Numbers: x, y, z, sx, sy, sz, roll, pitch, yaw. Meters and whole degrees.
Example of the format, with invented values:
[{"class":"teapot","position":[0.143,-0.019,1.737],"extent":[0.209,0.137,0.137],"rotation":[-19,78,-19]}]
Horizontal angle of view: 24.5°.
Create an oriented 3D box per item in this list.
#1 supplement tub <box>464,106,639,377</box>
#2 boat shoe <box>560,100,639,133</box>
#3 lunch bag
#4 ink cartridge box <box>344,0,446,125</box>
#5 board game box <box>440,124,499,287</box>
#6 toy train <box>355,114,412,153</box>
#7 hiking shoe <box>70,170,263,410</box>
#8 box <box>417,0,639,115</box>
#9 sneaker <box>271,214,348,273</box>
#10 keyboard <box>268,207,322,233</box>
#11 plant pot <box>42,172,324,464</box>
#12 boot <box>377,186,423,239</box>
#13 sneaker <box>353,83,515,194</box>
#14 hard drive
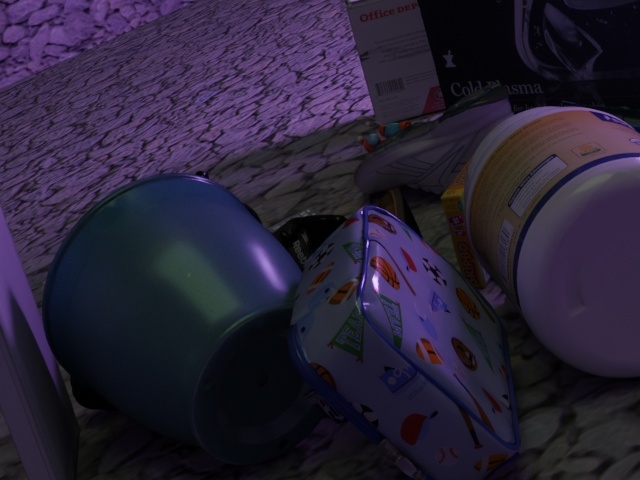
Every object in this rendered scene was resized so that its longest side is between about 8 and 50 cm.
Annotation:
[{"class":"supplement tub","position":[0.282,-0.013,1.559],"extent":[0.228,0.228,0.316],"rotation":[-17,21,-3]},{"class":"boat shoe","position":[0.408,-0.128,1.980],"extent":[0.258,0.109,0.089],"rotation":[13,20,22]},{"class":"lunch bag","position":[0.088,0.108,1.413],"extent":[0.115,0.243,0.303],"rotation":[-42,14,20]},{"class":"ink cartridge box","position":[0.143,-0.323,2.478],"extent":[0.158,0.218,0.092],"rotation":[-14,20,6]},{"class":"board game box","position":[0.218,-0.052,1.857],"extent":[0.039,0.124,0.259],"rotation":[-5,23,29]},{"class":"toy train","position":[0.106,-0.145,2.245],"extent":[0.125,0.046,0.166],"rotation":[7,-9,11]},{"class":"hiking shoe","position":[-0.193,0.068,1.749],"extent":[0.304,0.113,0.132],"rotation":[-50,42,-4]},{"class":"box","position":[0.402,-0.411,2.150],"extent":[0.480,0.472,0.297],"rotation":[1,27,40]},{"class":"sneaker","position":[-0.065,0.042,1.821],"extent":[0.276,0.097,0.135],"rotation":[-28,-1,-23]},{"class":"keyboard","position":[0.000,0.000,2.045],"extent":[0.072,0.014,0.256],"rotation":[-22,21,-15]},{"class":"plant pot","position":[-0.116,0.100,1.561],"extent":[0.271,0.271,0.255],"rotation":[-26,37,-24]},{"class":"boot","position":[0.075,0.025,1.810],"extent":[0.115,0.112,0.305],"rotation":[-24,21,10]},{"class":"sneaker","position":[0.165,-0.111,2.082],"extent":[0.297,0.129,0.111],"rotation":[-22,13,45]},{"class":"hard drive","position":[-0.325,0.113,1.575],"extent":[0.040,0.307,0.203],"rotation":[-16,20,-2]}]
